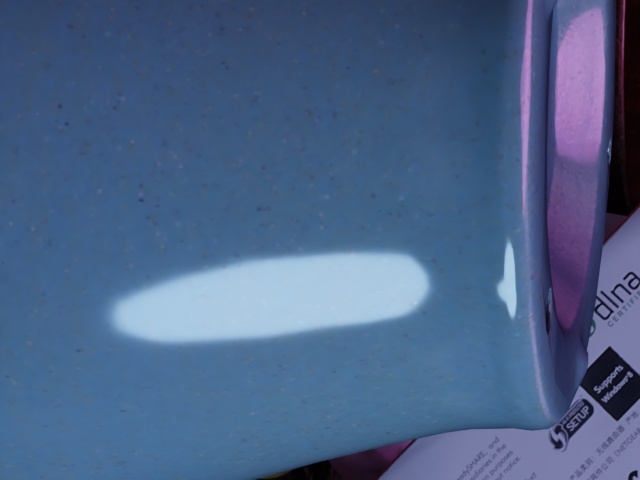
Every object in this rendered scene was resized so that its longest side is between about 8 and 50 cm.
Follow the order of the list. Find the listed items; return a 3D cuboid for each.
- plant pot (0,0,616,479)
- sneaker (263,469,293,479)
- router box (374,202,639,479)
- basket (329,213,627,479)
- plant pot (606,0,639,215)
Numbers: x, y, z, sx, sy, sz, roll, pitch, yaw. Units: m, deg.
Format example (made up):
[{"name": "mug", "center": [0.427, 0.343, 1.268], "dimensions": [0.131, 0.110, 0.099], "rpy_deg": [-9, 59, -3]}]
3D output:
[{"name": "plant pot", "center": [-0.050, -0.043, 0.499], "dimensions": [0.271, 0.255, 0.271], "rpy_deg": [4, 90, -75]}, {"name": "sneaker", "center": [-0.054, 0.041, 0.863], "dimensions": [0.094, 0.081, 0.208], "rpy_deg": [-56, 139, -51]}, {"name": "router box", "center": [0.109, 0.084, 0.752], "dimensions": [0.335, 0.082, 0.301], "rpy_deg": [-46, 170, -1]}, {"name": "basket", "center": [0.200, 0.066, 1.194], "dimensions": [0.266, 0.331, 0.328], "rpy_deg": [64, 24, -43]}, {"name": "plant pot", "center": [0.055, -0.124, 0.921], "dimensions": [0.215, 0.230, 0.215], "rpy_deg": [2, 90, -75]}]
